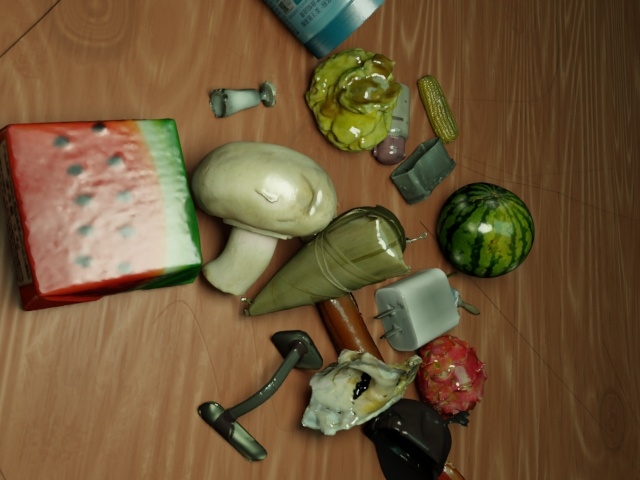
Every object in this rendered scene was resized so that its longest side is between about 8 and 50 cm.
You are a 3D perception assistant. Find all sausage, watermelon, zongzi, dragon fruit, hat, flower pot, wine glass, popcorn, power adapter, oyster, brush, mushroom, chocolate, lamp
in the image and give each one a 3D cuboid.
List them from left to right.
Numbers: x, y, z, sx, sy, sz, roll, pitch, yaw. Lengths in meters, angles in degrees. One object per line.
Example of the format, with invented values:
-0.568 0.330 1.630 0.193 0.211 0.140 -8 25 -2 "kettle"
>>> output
-0.420 -0.063 0.998 0.341 0.161 0.360 -11 89 -32 "chocolate"
-0.190 -0.351 1.258 0.155 0.072 0.072 -23 96 -35 "wine glass"
-0.142 -0.087 1.135 0.315 0.356 0.315 28 43 -30 "mushroom"
-0.105 0.364 1.175 0.283 0.125 0.203 -43 117 -28 "lamp"
0.047 0.040 1.288 0.181 0.418 0.447 62 15 0 "zongzi"
0.079 0.254 1.328 0.102 0.102 0.330 -31 101 -34 "sausage"
0.095 -0.378 1.360 0.224 0.270 0.258 -2 39 -38 "popcorn"
0.092 0.347 1.225 0.271 0.100 0.275 34 99 -38 "oyster"
0.253 0.203 1.439 0.255 0.124 0.186 -19 92 -34 "power adapter"
0.264 0.521 1.337 0.209 0.238 0.336 -40 119 -34 "hat"
0.318 -0.215 1.559 0.229 0.103 0.108 -47 109 -31 "flower pot"
0.368 0.402 1.441 0.210 0.205 0.268 -1 108 1 "dragon fruit"
0.402 0.726 1.484 0.264 0.083 0.083 52 59 -16 "sausage"
0.452 0.201 1.637 0.196 0.021 0.070 30 66 -30 "brush"
0.495 -0.028 1.542 0.285 0.285 0.285 6 79 -33 "watermelon"

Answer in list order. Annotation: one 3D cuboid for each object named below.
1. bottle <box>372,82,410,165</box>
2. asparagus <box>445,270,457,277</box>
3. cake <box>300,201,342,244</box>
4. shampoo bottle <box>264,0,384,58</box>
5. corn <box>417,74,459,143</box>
0.207 -0.338 1.499 0.110 0.110 0.233 11 77 -32 "bottle"
0.396 0.120 1.612 0.114 0.015 0.014 -20 128 -33 "asparagus"
0.013 -0.003 1.330 0.109 0.090 0.225 -20 95 -39 "cake"
-0.010 -0.702 1.277 0.343 0.331 0.331 42 62 -20 "shampoo bottle"
0.381 -0.425 1.650 0.080 0.080 0.231 -30 100 -34 "corn"
